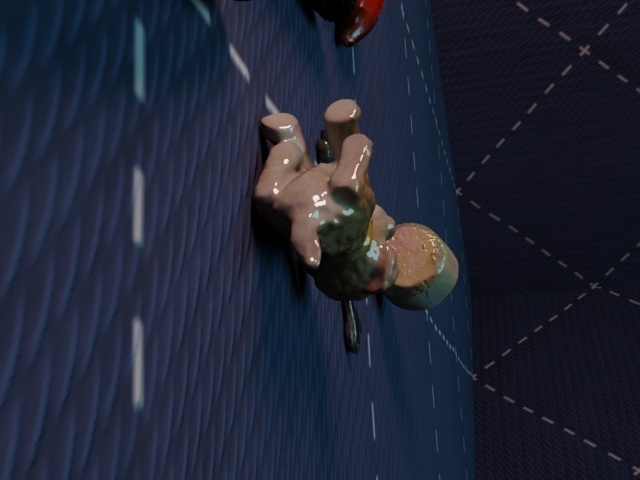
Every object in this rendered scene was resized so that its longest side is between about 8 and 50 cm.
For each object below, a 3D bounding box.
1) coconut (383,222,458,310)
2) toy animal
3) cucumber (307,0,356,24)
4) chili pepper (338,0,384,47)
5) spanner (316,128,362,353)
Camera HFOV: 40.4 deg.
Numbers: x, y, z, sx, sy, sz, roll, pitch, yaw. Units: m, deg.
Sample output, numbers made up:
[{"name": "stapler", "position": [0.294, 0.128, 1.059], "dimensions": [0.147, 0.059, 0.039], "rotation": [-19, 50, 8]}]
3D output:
[{"name": "coconut", "position": [0.136, 0.040, 1.240], "dimensions": [0.122, 0.116, 0.116], "rotation": [46, 39, -62]}, {"name": "toy animal", "position": [0.010, 0.009, 0.733], "dimensions": [0.185, 0.104, 0.184], "rotation": [78, 11, -45]}, {"name": "cucumber", "position": [-0.007, -0.297, 0.871], "dimensions": [0.300, 0.072, 0.072], "rotation": [43, 43, -74]}, {"name": "chili pepper", "position": [0.057, -0.353, 1.199], "dimensions": [0.063, 0.071, 0.272], "rotation": [-46, -151, 52]}, {"name": "spanner", "position": [0.023, 0.003, 0.975], "dimensions": [0.054, 0.015, 0.254], "rotation": [-53, 135, -75]}]
